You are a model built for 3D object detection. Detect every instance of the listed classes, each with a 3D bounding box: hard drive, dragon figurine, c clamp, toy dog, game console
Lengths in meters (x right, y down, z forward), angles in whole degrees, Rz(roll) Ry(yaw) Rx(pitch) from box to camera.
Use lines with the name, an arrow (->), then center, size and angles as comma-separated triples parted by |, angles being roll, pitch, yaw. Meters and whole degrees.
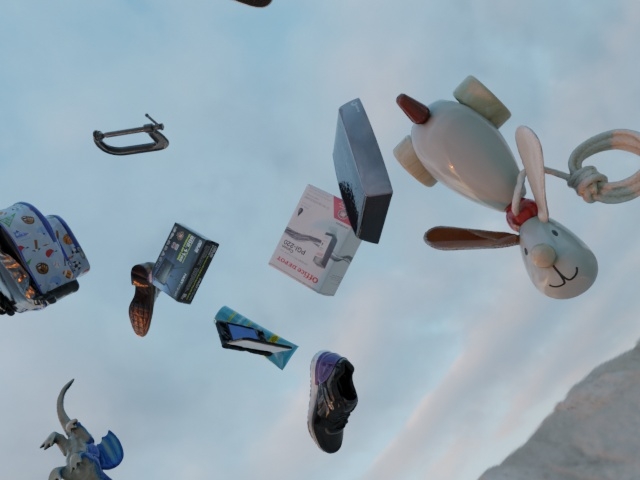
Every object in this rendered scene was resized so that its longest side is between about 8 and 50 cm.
hard drive -> 0.074, -0.136, 1.005 | 0.054, 0.254, 0.171 | -6, -35, -10
dragon figurine -> -0.434, 0.404, 0.972 | 0.085, 0.289, 0.144 | -41, -44, -5
c clamp -> -0.363, -0.199, 0.984 | 0.161, 0.022, 0.137 | -9, -14, 12
toy dog -> 0.195, -0.089, 0.633 | 0.161, 0.334, 0.220 | 16, -75, -42
game console -> -0.135, 0.190, 1.040 | 0.122, 0.107, 0.071 | 23, -65, -39

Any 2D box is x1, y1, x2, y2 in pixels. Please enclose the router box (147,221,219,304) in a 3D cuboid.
router box -> -0.246, 0.040, 0.923 | 0.038, 0.092, 0.122 | 25, -90, -57

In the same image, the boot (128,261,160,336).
boot -> -0.485, 0.163, 1.482 | 0.106, 0.082, 0.219 | -29, -51, -67

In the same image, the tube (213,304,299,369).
tube -> -0.159, 0.230, 1.242 | 0.080, 0.207, 0.052 | -52, -13, -39

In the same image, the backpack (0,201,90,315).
backpack -> -0.736, 0.035, 1.299 | 0.213, 0.277, 0.263 | -46, -63, -50

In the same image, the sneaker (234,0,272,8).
sneaker -> -0.235, -0.590, 1.115 | 0.291, 0.123, 0.105 | 17, -46, -13

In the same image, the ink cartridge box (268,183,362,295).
ink cartridge box -> 0.000, 0.000, 1.204 | 0.092, 0.159, 0.217 | 18, -81, -63

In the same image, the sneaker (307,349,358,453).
sneaker -> 0.039, 0.441, 1.367 | 0.107, 0.124, 0.282 | -9, -81, -38
